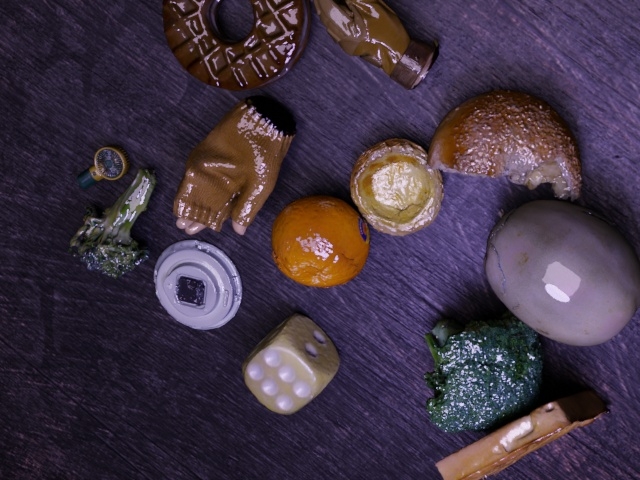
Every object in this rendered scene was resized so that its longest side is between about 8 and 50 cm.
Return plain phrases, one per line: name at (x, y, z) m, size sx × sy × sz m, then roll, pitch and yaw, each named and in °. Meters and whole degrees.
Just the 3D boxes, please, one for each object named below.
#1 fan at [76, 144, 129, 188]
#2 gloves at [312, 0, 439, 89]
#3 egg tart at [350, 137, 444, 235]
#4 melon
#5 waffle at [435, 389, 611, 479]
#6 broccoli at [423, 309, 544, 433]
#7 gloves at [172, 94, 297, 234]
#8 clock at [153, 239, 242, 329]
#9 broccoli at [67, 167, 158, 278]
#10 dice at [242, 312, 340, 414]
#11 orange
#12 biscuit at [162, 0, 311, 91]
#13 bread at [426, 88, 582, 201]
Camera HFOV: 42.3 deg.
fan at (-0.525, -0.173, 1.987) m, size 0.155 × 0.039 × 0.082 m, roll -27°, pitch 100°, yaw 24°
gloves at (0.088, -0.438, 1.660) m, size 0.331 × 0.154 × 0.141 m, roll 40°, pitch 113°, yaw -8°
egg tart at (0.167, -0.119, 1.776) m, size 0.213 × 0.090 × 0.212 m, roll 6°, pitch 111°, yaw 15°
melon at (0.479, 0.055, 1.648) m, size 0.330 × 0.268 × 0.268 m, roll 39°, pitch 114°, yaw 9°
waffle at (0.443, 0.419, 1.761) m, size 0.304 × 0.348 × 0.077 m, roll -37°, pitch 67°, yaw 23°
broccoli at (0.339, 0.269, 1.774) m, size 0.275 × 0.308 × 0.308 m, roll 48°, pitch 120°, yaw 37°
gloves at (-0.193, -0.153, 1.834) m, size 0.203 × 0.155 × 0.356 m, roll 37°, pitch 99°, yaw -6°
clock at (-0.307, 0.115, 2.015) m, size 0.236 × 0.053 × 0.236 m, roll 5°, pitch 110°, yaw 14°
broccoli at (-0.486, -0.048, 1.990) m, size 0.198 × 0.177 × 0.274 m, roll 10°, pitch 81°, yaw 48°
dice at (-0.069, 0.290, 1.939) m, size 0.169 × 0.169 × 0.166 m, roll 46°, pitch 114°, yaw -2°
orange at (-0.001, 0.000, 1.805) m, size 0.219 × 0.193 × 0.219 m, roll -9°, pitch 145°, yaw -6°
biscuit at (-0.178, -0.476, 1.749) m, size 0.332 × 0.103 × 0.332 m, roll 6°, pitch 110°, yaw 16°
bread at (0.383, -0.201, 1.638) m, size 0.314 × 0.171 × 0.192 m, roll 13°, pitch 94°, yaw 1°
